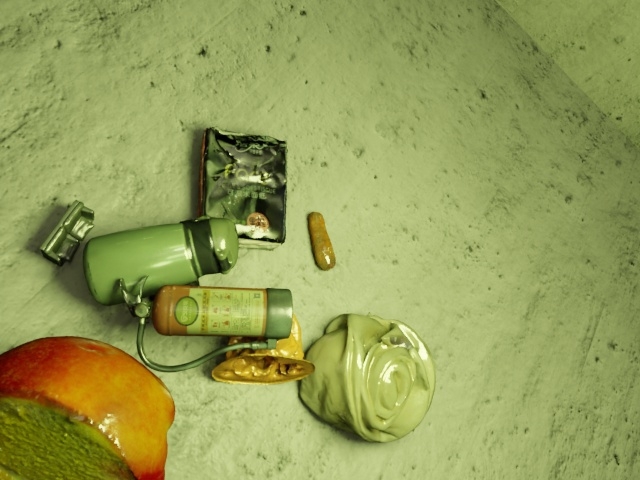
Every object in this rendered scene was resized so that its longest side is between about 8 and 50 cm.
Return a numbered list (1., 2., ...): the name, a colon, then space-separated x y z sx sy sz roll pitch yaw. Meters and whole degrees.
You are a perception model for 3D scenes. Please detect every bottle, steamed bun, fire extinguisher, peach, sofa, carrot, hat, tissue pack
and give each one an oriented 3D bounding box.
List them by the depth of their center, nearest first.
1. peach: -0.482 0.369 0.993 0.406 0.310 0.335 25 103 -4
2. fire extinguisher: -0.253 0.186 1.095 0.376 0.113 0.200 5 68 -10
3. bottle: -0.363 0.038 1.180 0.347 0.168 0.168 -13 80 -9
4. sofa: -0.596 -0.015 1.186 0.060 0.085 0.147 30 63 -11
5. hat: -0.150 0.231 1.290 0.233 0.244 0.233 44 33 -49
6. steamed bun: 0.146 0.355 1.324 0.368 0.255 0.342 19 70 -18
7. tissue pack: -0.217 -0.147 1.383 0.245 0.123 0.332 8 71 -25
8. carrot: 0.000 0.000 1.477 0.060 0.060 0.186 -9 76 -27

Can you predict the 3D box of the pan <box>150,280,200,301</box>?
1. pan: -0.398 0.101 1.262 0.202 0.048 0.128 36 63 -10
